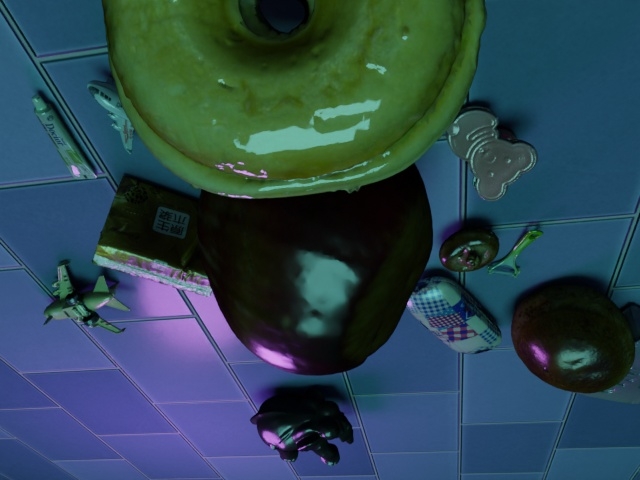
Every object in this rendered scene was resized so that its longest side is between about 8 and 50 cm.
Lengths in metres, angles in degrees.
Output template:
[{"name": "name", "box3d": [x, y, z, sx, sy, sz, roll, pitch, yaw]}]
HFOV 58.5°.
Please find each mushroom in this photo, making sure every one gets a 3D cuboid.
[{"name": "mushroom", "box3d": [0.573, 0.243, 1.312, 0.263, 0.195, 0.283, 5, 145, 19]}, {"name": "mushroom", "box3d": [0.300, 0.019, 1.156, 0.126, 0.085, 0.109, -24, 168, 25]}]

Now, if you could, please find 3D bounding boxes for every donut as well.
[{"name": "donut", "box3d": [-0.038, -0.253, 0.653, 0.448, 0.198, 0.450, 1, 98, 7]}]

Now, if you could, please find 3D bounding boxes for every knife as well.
[{"name": "knife", "box3d": [0.412, 0.024, 1.199, 0.078, 0.023, 0.166, 4, 142, -11]}]

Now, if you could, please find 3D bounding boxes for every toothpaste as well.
[{"name": "toothpaste", "box3d": [-0.456, -0.176, 1.013, 0.048, 0.029, 0.197, -2, 143, 6]}]

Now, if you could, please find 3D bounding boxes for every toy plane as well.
[{"name": "toy plane", "box3d": [-0.578, 0.153, 1.369, 0.244, 0.092, 0.229, -18, 120, 19]}, {"name": "toy plane", "box3d": [-0.298, -0.210, 0.934, 0.162, 0.066, 0.171, -30, 128, 34]}]

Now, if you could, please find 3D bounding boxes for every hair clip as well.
[{"name": "hair clip", "box3d": [0.273, -0.150, 0.942, 0.138, 0.102, 0.123, 28, 131, -26]}]

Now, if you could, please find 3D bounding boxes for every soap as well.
[{"name": "soap", "box3d": [0.801, 0.299, 1.443, 0.285, 0.107, 0.296, 12, 140, -14]}]

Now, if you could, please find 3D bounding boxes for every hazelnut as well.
[{"name": "hazelnut", "box3d": [0.000, 0.000, 0.949, 0.401, 0.402, 0.430, 1, 132, 3]}]

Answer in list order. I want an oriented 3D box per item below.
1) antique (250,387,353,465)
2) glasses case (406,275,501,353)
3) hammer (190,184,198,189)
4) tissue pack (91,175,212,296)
[{"name": "antique", "box3d": [-0.059, 0.578, 1.767, 0.321, 0.185, 0.255, 2, 141, 7]}, {"name": "glasses case", "box3d": [0.318, 0.184, 1.354, 0.125, 0.076, 0.327, -26, 133, 28]}, {"name": "hammer", "box3d": [-0.181, -0.151, 1.037, 0.062, 0.013, 0.198, 31, 132, -29]}, {"name": "tissue pack", "box3d": [-0.293, -0.006, 1.084, 0.226, 0.183, 0.092, 18, 137, -18]}]
